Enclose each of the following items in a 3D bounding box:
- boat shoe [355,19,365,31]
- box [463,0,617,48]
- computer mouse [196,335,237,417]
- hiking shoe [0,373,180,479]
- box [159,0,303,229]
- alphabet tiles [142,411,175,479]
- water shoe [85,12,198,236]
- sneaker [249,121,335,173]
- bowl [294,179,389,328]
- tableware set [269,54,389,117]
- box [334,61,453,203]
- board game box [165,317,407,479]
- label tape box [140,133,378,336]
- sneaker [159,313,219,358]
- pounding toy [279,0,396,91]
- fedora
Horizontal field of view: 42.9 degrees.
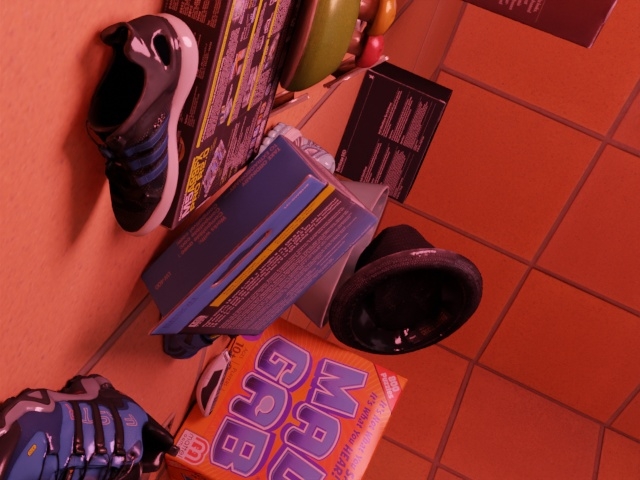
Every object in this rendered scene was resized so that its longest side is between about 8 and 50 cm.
[{"bbox_3d":[0.062,-0.365,1.137,0.305,0.091,0.109,-57,169,-44],"label":"boat shoe"},{"bbox_3d":[0.303,-0.477,1.302,0.143,0.381,0.191,-61,171,-24],"label":"box"},{"bbox_3d":[-0.195,0.236,1.525,0.106,0.042,0.193,84,26,-84],"label":"computer mouse"},{"bbox_3d":[-0.239,0.210,0.800,0.113,0.132,0.304,-66,172,10],"label":"hiking shoe"},{"bbox_3d":[-0.096,-0.172,0.818,0.216,0.060,0.270,-52,165,-56],"label":"box"},{"bbox_3d":[-0.313,0.397,1.362,0.237,0.009,0.198,-52,165,-59],"label":"alphabet tiles"},{"bbox_3d":[-0.162,-0.090,0.673,0.080,0.073,0.203,-20,135,-48],"label":"water shoe"},{"bbox_3d":[-0.073,-0.028,1.188,0.283,0.122,0.110,-64,172,-1],"label":"sneaker"},{"bbox_3d":[0.000,0.000,1.613,0.311,0.163,0.311,-62,172,-16],"label":"bowl"},{"bbox_3d":[-0.011,-0.204,1.038,0.194,0.039,0.128,-26,-171,2],"label":"tableware set"},{"bbox_3d":[0.157,-0.242,1.812,0.103,0.184,0.261,-57,169,-58],"label":"box"},{"bbox_3d":[-0.075,0.421,1.720,0.356,0.357,0.356,-61,171,-29],"label":"board game box"},{"bbox_3d":[-0.080,0.000,0.975,0.240,0.106,0.334,-44,164,6],"label":"label tape box"},{"bbox_3d":[-0.178,0.136,1.173,0.209,0.082,0.069,103,13,-64],"label":"sneaker"},{"bbox_3d":[0.036,-0.271,0.908,0.183,0.110,0.236,-115,-141,-71],"label":"pounding toy"},{"bbox_3d":[0.154,0.083,1.597,0.334,0.334,0.152,107,-23,-47],"label":"fedora"}]
